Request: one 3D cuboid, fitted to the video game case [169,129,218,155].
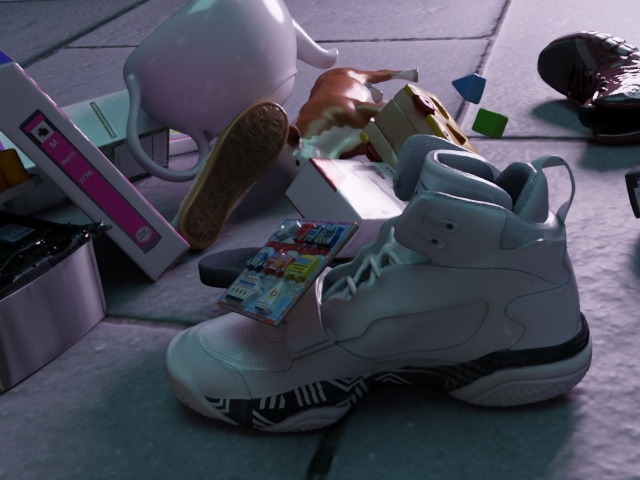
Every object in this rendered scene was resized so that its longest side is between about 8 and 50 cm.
[{"bbox_3d":[-0.251,-0.203,1.383,0.204,0.025,0.285,-12,29,-9],"label":"video game case"}]

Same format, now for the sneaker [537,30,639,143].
[{"bbox_3d":[0.386,-0.214,1.176,0.162,0.106,0.281,-28,35,-28],"label":"sneaker"}]

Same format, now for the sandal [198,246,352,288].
[{"bbox_3d":[0.000,0.051,0.825,0.254,0.055,0.097,7,14,6],"label":"sandal"}]

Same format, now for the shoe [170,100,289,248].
[{"bbox_3d":[-0.116,-0.084,1.028,0.058,0.076,0.219,-6,46,59],"label":"shoe"}]

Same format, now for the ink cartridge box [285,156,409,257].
[{"bbox_3d":[0.046,-0.035,0.890,0.135,0.056,0.099,-3,47,-49],"label":"ink cartridge box"}]

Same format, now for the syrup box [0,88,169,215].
[{"bbox_3d":[-0.335,-0.126,1.160,0.236,0.093,0.096,-22,60,-25],"label":"syrup box"}]

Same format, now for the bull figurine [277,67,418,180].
[{"bbox_3d":[0.045,-0.171,1.180,0.188,0.101,0.310,1,33,5],"label":"bull figurine"}]

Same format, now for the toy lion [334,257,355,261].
[{"bbox_3d":[0.000,0.000,0.953,0.096,0.034,0.100,-2,28,26],"label":"toy lion"}]

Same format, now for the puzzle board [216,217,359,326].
[{"bbox_3d":[-0.031,0.020,0.652,0.096,0.011,0.128,-50,21,-15],"label":"puzzle board"}]

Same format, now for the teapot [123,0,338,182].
[{"bbox_3d":[-0.125,-0.216,1.112,0.256,0.187,0.252,-34,9,16],"label":"teapot"}]

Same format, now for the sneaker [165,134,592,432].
[{"bbox_3d":[0.039,0.032,0.691,0.365,0.210,0.137,-5,28,5],"label":"sneaker"}]

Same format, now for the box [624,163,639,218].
[{"bbox_3d":[0.473,-0.088,0.886,0.183,0.056,0.231,-27,14,-40],"label":"box"}]

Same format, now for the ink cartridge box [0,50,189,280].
[{"bbox_3d":[-0.300,-0.114,0.894,0.069,0.371,0.175,-47,39,-8],"label":"ink cartridge box"}]

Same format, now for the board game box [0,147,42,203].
[{"bbox_3d":[-0.556,-0.013,0.952,0.390,0.050,0.390,-31,22,-28],"label":"board game box"}]

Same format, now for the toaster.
[{"bbox_3d":[-0.323,0.051,0.846,0.185,0.110,0.168,10,33,29],"label":"toaster"}]

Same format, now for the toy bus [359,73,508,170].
[{"bbox_3d":[0.141,-0.085,0.988,0.191,0.202,0.104,8,1,40],"label":"toy bus"}]
